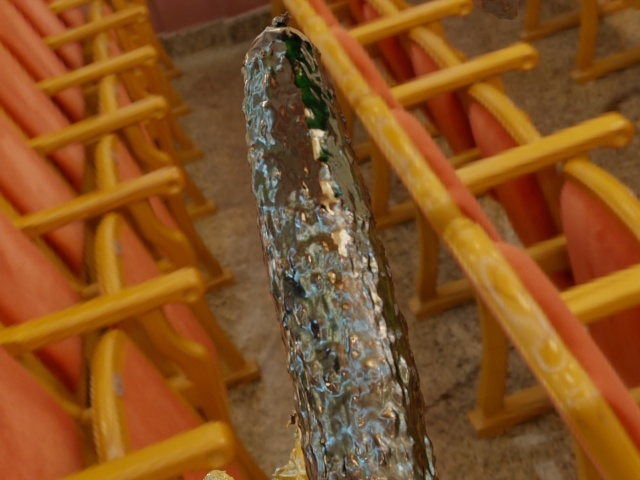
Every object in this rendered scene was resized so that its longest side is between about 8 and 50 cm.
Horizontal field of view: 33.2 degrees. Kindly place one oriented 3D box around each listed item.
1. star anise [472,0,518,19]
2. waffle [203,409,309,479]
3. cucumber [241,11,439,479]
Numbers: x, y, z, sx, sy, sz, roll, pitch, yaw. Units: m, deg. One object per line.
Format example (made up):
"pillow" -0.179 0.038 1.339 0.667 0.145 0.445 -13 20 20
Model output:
"star anise" 0.063 -0.242 0.562 0.315 0.315 0.108 6 51 38
"waffle" -0.026 0.317 1.341 0.293 0.069 0.260 -53 47 16
"cucumber" 0.000 0.000 0.568 0.067 0.067 0.294 -16 70 8
